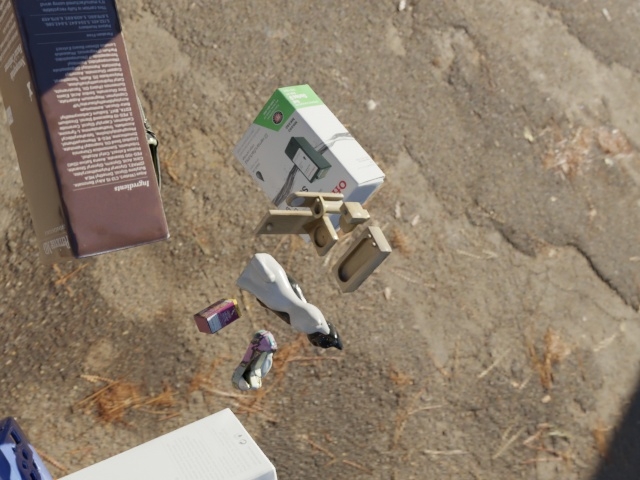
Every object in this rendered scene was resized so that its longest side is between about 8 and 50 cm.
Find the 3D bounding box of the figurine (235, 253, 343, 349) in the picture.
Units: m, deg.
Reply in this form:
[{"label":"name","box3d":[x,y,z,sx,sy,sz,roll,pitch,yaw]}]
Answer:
[{"label":"figurine","box3d":[-0.051,0.136,1.531,0.209,0.215,0.092,39,84,23]}]

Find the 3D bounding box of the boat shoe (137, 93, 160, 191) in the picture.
[{"label":"boat shoe","box3d":[-0.339,-0.184,1.412,0.080,0.073,0.223,-23,111,-52]}]

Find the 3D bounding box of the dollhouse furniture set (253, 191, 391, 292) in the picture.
[{"label":"dollhouse furniture set","box3d":[0.000,0.000,1.206,0.123,0.144,0.151,0,52,-39]}]

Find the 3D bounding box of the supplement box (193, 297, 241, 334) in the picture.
[{"label":"supplement box","box3d":[-0.220,0.162,1.608,0.083,0.055,0.043,-30,109,-35]}]

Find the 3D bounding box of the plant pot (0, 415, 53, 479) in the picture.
[{"label":"plant pot","box3d":[-0.663,0.515,1.462,0.236,0.212,0.235,-28,99,-14]}]

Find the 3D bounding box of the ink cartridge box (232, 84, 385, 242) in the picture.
[{"label":"ink cartridge box","box3d":[-0.029,-0.172,1.687,0.289,0.211,0.122,50,35,13]}]

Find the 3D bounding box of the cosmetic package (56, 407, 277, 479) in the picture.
[{"label":"cosmetic package","box3d":[-0.171,0.363,0.906,0.225,0.138,0.224,-19,120,-25]}]

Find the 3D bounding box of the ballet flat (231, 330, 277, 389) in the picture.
[{"label":"ballet flat","box3d":[-0.166,0.324,1.890,0.077,0.221,0.079,1,41,-35]}]

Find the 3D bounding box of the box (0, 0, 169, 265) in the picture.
[{"label":"box","box3d":[-0.340,-0.165,1.030,0.143,0.191,0.381,-16,94,-33]}]
